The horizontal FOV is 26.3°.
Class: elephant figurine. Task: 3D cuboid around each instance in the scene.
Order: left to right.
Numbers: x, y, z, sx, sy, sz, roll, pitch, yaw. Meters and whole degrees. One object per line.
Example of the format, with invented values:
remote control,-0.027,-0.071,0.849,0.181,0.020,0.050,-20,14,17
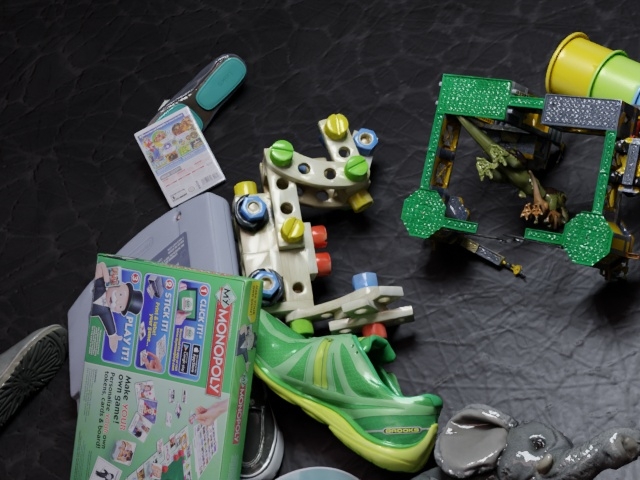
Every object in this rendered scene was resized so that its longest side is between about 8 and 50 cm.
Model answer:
elephant figurine,0.195,0.252,1.432,0.239,0.169,0.186,-46,65,-6

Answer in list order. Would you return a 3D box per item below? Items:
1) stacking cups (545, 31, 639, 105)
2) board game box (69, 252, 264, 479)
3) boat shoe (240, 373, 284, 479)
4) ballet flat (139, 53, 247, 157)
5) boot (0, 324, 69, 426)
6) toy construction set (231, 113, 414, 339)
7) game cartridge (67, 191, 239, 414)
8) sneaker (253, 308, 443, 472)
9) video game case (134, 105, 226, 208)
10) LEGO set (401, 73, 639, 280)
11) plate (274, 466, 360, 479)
stacking cups,0.432,-0.168,1.692,0.316,0.096,0.096,27,68,36
board game box,-0.184,0.187,1.600,0.213,0.046,0.317,9,93,28
boat shoe,-0.098,0.194,1.654,0.077,0.070,0.219,-20,49,8
ballet flat,-0.189,-0.194,2.002,0.203,0.074,0.074,-46,51,-7
boot,-0.462,0.148,1.832,0.208,0.076,0.189,26,58,36
toy construction set,0.000,0.000,1.726,0.215,0.151,0.328,-5,56,-13
game cartridge,-0.213,0.076,1.732,0.294,0.060,0.196,-38,47,29
sneaker,0.025,0.154,1.597,0.295,0.109,0.123,32,93,29
video game case,-0.198,-0.117,1.937,0.087,0.011,0.122,-28,79,1
LEGO set,0.278,-0.077,1.669,0.331,0.192,0.255,1,84,35
plate,-0.014,0.342,1.532,0.188,0.024,0.188,-13,51,17
